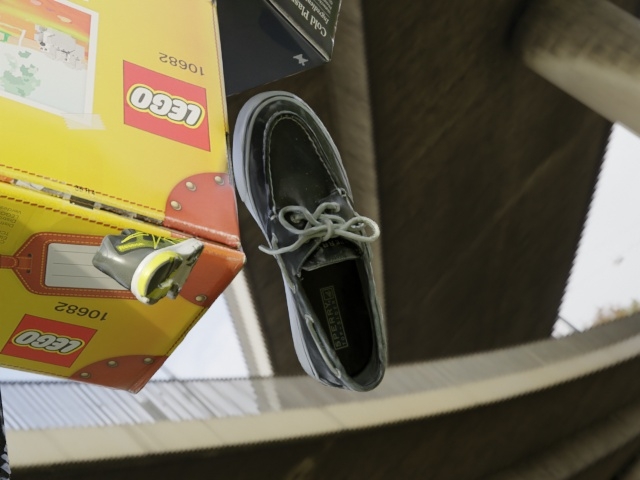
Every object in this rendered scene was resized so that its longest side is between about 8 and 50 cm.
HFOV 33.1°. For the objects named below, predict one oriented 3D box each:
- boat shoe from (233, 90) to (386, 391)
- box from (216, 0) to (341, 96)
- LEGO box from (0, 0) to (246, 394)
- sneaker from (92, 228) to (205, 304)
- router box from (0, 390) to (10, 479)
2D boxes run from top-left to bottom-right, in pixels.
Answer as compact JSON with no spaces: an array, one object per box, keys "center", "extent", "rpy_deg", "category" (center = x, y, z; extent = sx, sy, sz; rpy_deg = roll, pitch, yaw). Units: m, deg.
[{"center":[-0.004,0.001,1.045],"extent":[0.113,0.306,0.105],"rpy_deg":[-12,5,-18],"category":"boat shoe"},{"center":[-0.146,-0.319,1.174],"extent":[0.179,0.343,0.312],"rpy_deg":[37,-129,-41],"category":"box"},{"center":[-0.324,-0.136,0.763],"extent":[0.500,0.372,0.193],"rpy_deg":[17,-46,-28],"category":"LEGO box"},{"center":[-0.078,0.007,0.490],"extent":[0.031,0.035,0.083],"rpy_deg":[-60,-4,2],"category":"sneaker"},{"center":[-0.164,0.114,0.385],"extent":[0.046,0.133,0.179],"rpy_deg":[17,-69,-27],"category":"router box"}]
